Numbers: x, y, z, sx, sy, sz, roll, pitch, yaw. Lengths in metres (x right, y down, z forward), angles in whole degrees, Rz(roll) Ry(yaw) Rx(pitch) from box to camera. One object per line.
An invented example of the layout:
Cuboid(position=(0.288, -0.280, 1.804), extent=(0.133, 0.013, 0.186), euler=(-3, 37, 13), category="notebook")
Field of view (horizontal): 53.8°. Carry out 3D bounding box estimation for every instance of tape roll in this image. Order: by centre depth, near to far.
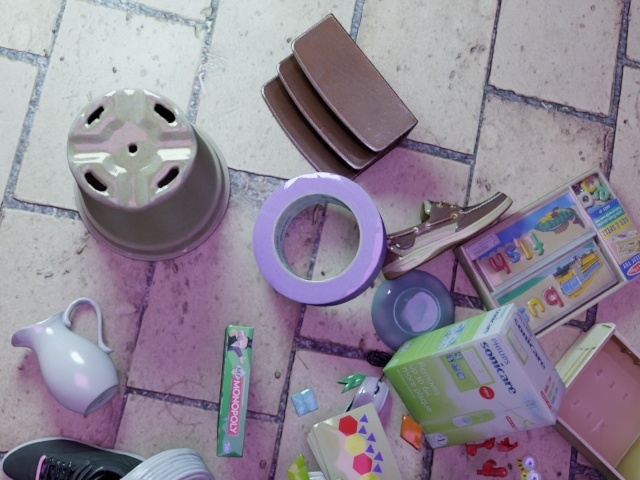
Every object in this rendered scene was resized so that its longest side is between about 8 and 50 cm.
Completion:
Cuboid(position=(0.000, 0.000, 1.331), extent=(0.274, 0.090, 0.275), euler=(-2, 79, 11), category="tape roll")

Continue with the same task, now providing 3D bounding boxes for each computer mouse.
Cuboid(position=(0.115, 0.335, 1.359), extent=(0.106, 0.042, 0.193), euler=(31, 79, -3), category="computer mouse")

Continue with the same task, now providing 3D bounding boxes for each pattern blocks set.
Cuboid(position=(0.073, 0.436, 1.264), extent=(0.285, 0.026, 0.325), euler=(-10, 71, -9), category="pattern blocks set")

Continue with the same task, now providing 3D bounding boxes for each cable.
Cuboid(position=(-0.307, 0.509, 1.173), extent=(0.089, 0.257, 0.257), euler=(31, 60, 31), category="cable")

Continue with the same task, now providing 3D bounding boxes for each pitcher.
Cuboid(position=(-0.482, 0.227, 1.268), extent=(0.207, 0.125, 0.177), euler=(44, 63, 12), category="pitcher")

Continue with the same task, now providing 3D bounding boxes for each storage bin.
Cuboid(position=(0.645, 0.358, 1.384), extent=(0.262, 0.123, 0.260), euler=(43, 79, 1), category="storage bin")

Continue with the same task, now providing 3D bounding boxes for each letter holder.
Cuboid(position=(0.027, -0.294, 1.390), extent=(0.214, 0.152, 0.302), euler=(-38, 88, -9), category="letter holder")

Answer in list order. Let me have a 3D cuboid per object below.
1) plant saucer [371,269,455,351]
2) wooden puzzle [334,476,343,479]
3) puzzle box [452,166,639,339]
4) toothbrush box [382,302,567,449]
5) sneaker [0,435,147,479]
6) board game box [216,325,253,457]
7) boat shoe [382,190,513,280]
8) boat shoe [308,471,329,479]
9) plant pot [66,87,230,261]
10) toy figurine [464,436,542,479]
Cuboid(position=(0.211, 0.159, 1.402), extent=(0.194, 0.037, 0.195), euler=(1, 81, -8), category="plant saucer")
Cuboid(position=(0.049, 0.641, 1.064), extent=(0.322, 0.080, 0.348), euler=(52, 37, -10), category="wooden puzzle")
Cuboid(position=(0.542, 0.040, 1.455), extent=(0.408, 0.052, 0.272), euler=(-29, 87, -11), category="puzzle box")
Cuboid(position=(0.302, 0.276, 1.257), extent=(0.206, 0.283, 0.122), euler=(58, 38, -5), category="toothbrush box")
Cuboid(position=(-0.478, 0.448, 1.213), extent=(0.295, 0.147, 0.105), euler=(9, 82, -5), category="sneaker")
Cuboid(position=(-0.166, 0.271, 1.192), extent=(0.046, 0.317, 0.214), euler=(6, 81, -8), category="board game box")
Cuboid(position=(0.266, -0.039, 1.400), extent=(0.341, 0.123, 0.123), euler=(-29, 83, -8), category="boat shoe")
Cuboid(position=(0.084, 0.536, 1.301), extent=(0.304, 0.091, 0.109), euler=(12, 85, -3), category="boat shoe")
Cuboid(position=(-0.347, -0.143, 1.238), extent=(0.333, 0.305, 0.334), euler=(1, 81, -7), category="plant pot")
Cuboid(position=(0.306, 0.589, 1.228), extent=(0.217, 0.191, 0.363), euler=(-5, 87, -41), category="toy figurine")
